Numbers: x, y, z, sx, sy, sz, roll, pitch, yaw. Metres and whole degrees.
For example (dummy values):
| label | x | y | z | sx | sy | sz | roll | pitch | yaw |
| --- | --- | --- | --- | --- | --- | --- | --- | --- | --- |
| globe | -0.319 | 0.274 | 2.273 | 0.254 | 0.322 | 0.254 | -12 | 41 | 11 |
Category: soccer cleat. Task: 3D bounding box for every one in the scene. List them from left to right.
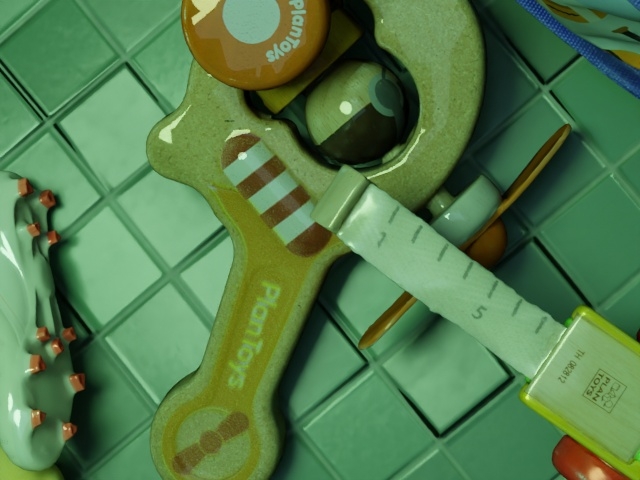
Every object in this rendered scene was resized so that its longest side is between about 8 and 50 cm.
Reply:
| label | x | y | z | sx | sy | sz | roll | pitch | yaw |
| --- | --- | --- | --- | --- | --- | --- | --- | --- | --- |
| soccer cleat | -0.194 | 0.051 | 1.079 | 0.076 | 0.068 | 0.196 | -18 | 66 | 18 |

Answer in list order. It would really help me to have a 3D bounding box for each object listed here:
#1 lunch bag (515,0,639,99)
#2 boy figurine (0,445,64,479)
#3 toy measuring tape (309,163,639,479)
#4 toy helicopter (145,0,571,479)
| label | x | y | z | sx | sy | sz | roll | pitch | yaw |
| --- | --- | --- | --- | --- | --- | --- | --- | --- | --- |
| lunch bag | 0.224 | -0.251 | 0.951 | 0.385 | 0.239 | 0.328 | 35 | 91 | -15 |
| boy figurine | -0.135 | 0.234 | 1.059 | 0.285 | 0.092 | 0.177 | 42 | 94 | 9 |
| toy measuring tape | 0.135 | 0.066 | 1.003 | 0.330 | 0.121 | 0.121 | 35 | 93 | -3 |
| toy helicopter | 0.000 | 0.000 | 1.051 | 0.235 | 0.140 | 0.355 | 20 | 101 | 0 |
